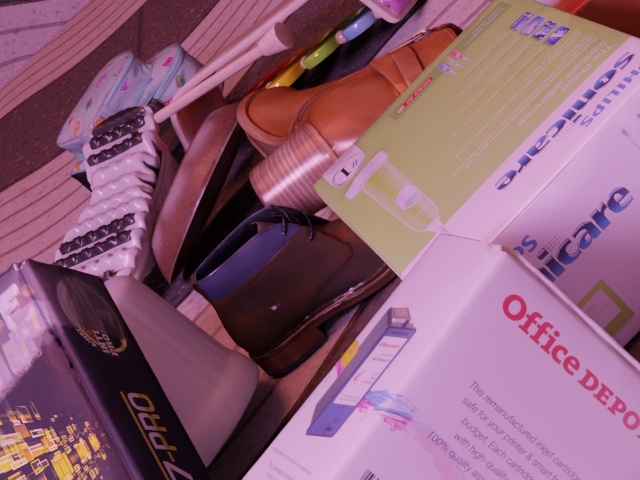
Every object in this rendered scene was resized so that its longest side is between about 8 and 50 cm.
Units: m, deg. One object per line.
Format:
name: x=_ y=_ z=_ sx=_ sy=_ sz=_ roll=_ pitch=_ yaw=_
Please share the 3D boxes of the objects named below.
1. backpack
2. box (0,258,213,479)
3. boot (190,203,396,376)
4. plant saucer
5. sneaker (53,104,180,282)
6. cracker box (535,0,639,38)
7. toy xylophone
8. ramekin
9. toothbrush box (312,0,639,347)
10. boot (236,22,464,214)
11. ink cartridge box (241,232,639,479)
backpack: x=-0.205 y=-0.142 z=1.896 sx=0.188 sy=0.144 sz=0.166 roll=-52 pitch=16 yaw=-21
box: x=-0.234 y=0.255 z=1.071 sx=0.395 sy=0.097 sz=0.318 roll=-40 pitch=62 yaw=18
boot: x=0.000 y=0.000 z=1.295 sx=0.219 sy=0.106 sz=0.082 roll=-46 pitch=21 yaw=3
plant saucer: x=-0.121 y=-0.054 z=1.601 sx=0.198 sy=0.036 sz=0.198 roll=-156 pitch=90 yaw=-89
sneaker: x=-0.193 y=-0.009 z=1.686 sx=0.110 sy=0.118 sz=0.292 roll=-17 pitch=41 yaw=24
cracker box: x=0.223 y=-0.221 z=1.316 sx=0.156 sy=0.067 sz=0.232 roll=-42 pitch=21 yaw=12
toy xylophone: x=-0.048 y=-0.186 z=1.708 sx=0.323 sy=0.081 sz=0.236 roll=-31 pitch=13 yaw=40
ramekin: x=-0.190 y=0.155 z=1.271 sx=0.277 sy=0.135 sz=0.277 roll=-44 pitch=8 yaw=8
toothbrush box: x=0.135 y=-0.037 z=1.082 sx=0.206 sy=0.122 sz=0.283 roll=-46 pitch=20 yaw=1
boot: x=0.037 y=-0.129 z=1.469 sx=0.220 sy=0.109 sz=0.283 roll=-36 pitch=12 yaw=9
ink cartridge box: x=0.070 y=0.124 z=0.874 sx=0.212 sy=0.154 sz=0.093 roll=-51 pitch=20 yaw=-7
